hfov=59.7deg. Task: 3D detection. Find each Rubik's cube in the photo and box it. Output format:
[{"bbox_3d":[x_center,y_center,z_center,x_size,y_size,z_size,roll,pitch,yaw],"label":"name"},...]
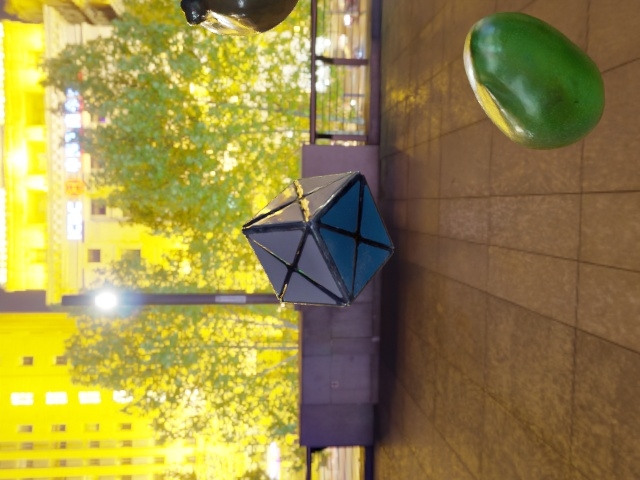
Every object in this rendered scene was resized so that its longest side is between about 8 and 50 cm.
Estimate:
[{"bbox_3d":[0.000,0.000,1.427,0.260,0.254,0.259,-48,-60,-36],"label":"Rubik's cube"}]

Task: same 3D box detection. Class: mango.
[{"bbox_3d":[0.422,-0.315,1.120,0.201,0.381,0.225,26,95,56],"label":"mango"}]

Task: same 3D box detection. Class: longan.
[{"bbox_3d":[-0.183,-0.576,1.236,0.300,0.300,0.243,-100,-16,-60],"label":"longan"}]
